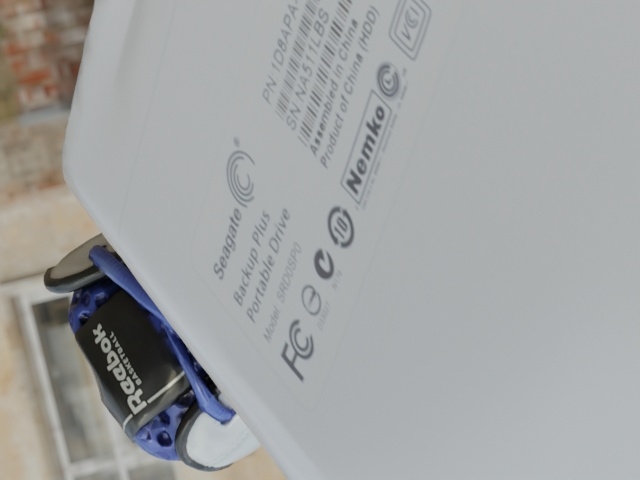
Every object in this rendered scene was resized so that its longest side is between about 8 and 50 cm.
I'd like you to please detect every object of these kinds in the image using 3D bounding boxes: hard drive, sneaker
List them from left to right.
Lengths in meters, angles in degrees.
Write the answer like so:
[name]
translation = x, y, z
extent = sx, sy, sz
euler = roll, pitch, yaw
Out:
[sneaker]
translation = 0.000, 0.000, 0.718
extent = 0.182, 0.127, 0.315
euler = -34, 167, -23
[hard drive]
translation = 0.061, 0.012, 0.341
extent = 0.040, 0.318, 0.210
euler = -15, 141, -34
